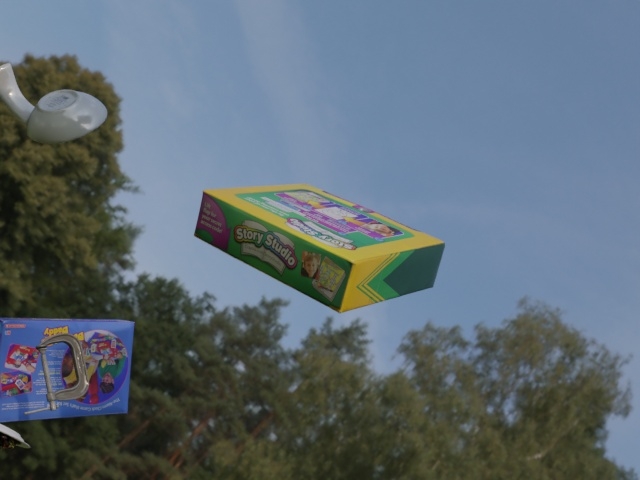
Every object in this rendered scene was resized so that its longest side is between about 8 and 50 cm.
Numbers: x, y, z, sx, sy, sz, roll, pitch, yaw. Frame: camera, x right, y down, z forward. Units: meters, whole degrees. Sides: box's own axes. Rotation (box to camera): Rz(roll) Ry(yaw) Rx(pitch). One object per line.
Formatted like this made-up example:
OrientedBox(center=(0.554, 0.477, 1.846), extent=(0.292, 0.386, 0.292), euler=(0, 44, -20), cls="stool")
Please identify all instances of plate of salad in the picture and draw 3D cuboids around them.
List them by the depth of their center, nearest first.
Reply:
OrientedBox(center=(-0.661, 0.372, 1.616), extent=(0.200, 0.048, 0.200), euler=(18, -25, 9), cls="plate of salad")

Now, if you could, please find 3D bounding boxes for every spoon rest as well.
OrientedBox(center=(-0.487, -0.233, 1.472), extent=(0.276, 0.137, 0.084), euler=(29, -38, 33), cls="spoon rest")

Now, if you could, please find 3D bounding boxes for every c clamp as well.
OrientedBox(center=(-0.535, 0.265, 1.681), extent=(0.022, 0.137, 0.160), euler=(-30, -115, 48), cls="c clamp")

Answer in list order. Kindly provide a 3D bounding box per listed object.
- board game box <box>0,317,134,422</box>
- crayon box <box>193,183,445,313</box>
OrientedBox(center=(-0.625, 0.306, 2.004), extent=(0.078, 0.347, 0.233), euler=(1, -95, 45), cls="board game box")
OrientedBox(center=(0.000, 0.000, 1.580), extent=(0.363, 0.313, 0.106), euler=(25, -69, 33), cls="crayon box")
